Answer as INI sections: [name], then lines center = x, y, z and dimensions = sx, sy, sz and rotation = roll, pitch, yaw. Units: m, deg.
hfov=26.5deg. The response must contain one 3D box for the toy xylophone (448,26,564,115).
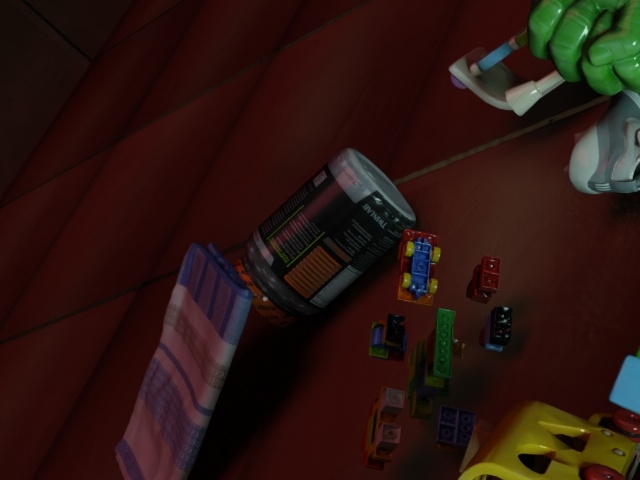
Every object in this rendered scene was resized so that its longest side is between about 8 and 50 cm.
[toy xylophone]
center = 0.272, -0.226, 1.329
dimensions = 0.322, 0.081, 0.236
rotation = -35, 2, 20

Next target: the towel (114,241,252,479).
[towel]
center = -0.154, 0.154, 1.482
dimensions = 0.285, 0.034, 0.209
rotation = -69, 22, 9

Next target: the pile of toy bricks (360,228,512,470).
[pile of toy bricks]
center = 0.094, 0.107, 1.195
dimensions = 0.105, 0.118, 0.212
rotation = 117, 164, -62

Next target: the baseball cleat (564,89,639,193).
[baseball cleat]
center = 0.299, -0.110, 1.217
dimensions = 0.109, 0.072, 0.206
rotation = 9, 53, 36

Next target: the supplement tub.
[supplement tub]
center = 0.000, 0.000, 1.481
dimensions = 0.190, 0.117, 0.117
rotation = -42, 24, 12

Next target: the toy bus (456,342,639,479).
[toy bus]
center = 0.141, 0.155, 0.870
dimensions = 0.191, 0.104, 0.202
rotation = -60, -17, -25

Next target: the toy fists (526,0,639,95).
[toy fists]
center = 0.307, -0.189, 1.142
dimensions = 0.279, 0.096, 0.142
rotation = 9, 89, 27
